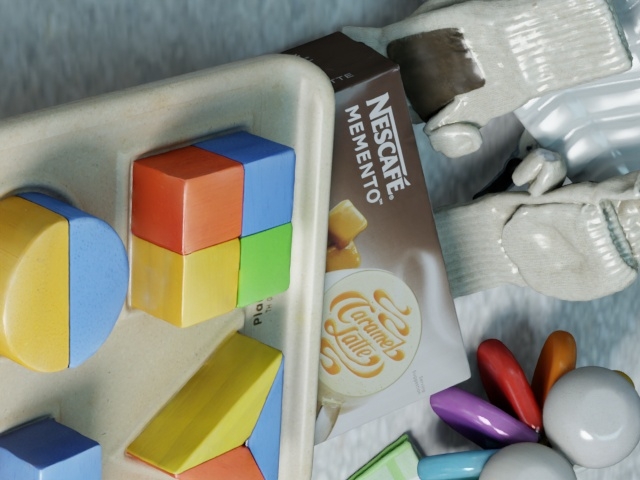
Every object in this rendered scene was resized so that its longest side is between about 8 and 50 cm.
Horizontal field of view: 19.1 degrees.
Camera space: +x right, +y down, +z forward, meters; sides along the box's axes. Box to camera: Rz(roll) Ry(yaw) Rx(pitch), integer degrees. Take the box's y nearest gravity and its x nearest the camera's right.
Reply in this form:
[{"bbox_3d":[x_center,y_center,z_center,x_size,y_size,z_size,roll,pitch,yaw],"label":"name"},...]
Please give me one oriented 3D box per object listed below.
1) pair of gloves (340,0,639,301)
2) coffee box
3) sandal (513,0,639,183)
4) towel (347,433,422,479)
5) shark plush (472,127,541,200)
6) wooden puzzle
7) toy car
[{"bbox_3d":[0.131,-0.059,1.314,0.042,0.204,0.240,-51,129,-50],"label":"pair of gloves"},{"bbox_3d":[0.000,0.000,1.299,0.141,0.098,0.246,-22,118,-15],"label":"coffee box"},{"bbox_3d":[0.182,-0.160,1.340,0.169,0.102,0.416,-24,105,16],"label":"sandal"},{"bbox_3d":[0.059,0.238,1.475,0.113,0.023,0.152,-39,122,-13],"label":"towel"},{"bbox_3d":[0.187,-0.072,1.419,0.161,0.073,0.067,-49,156,-13],"label":"shark plush"},{"bbox_3d":[-0.120,0.074,1.117,0.348,0.080,0.322,-16,120,-41],"label":"wooden puzzle"},{"bbox_3d":[0.147,0.146,1.434,0.136,0.159,0.182,42,77,2],"label":"toy car"}]
